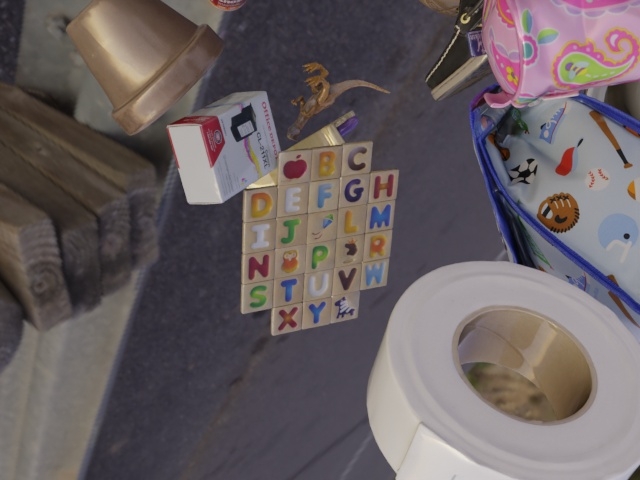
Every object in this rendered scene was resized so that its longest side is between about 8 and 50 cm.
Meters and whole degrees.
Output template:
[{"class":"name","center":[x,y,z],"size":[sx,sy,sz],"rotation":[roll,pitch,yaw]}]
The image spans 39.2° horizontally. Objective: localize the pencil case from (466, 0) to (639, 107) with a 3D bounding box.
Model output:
[{"class":"pencil case","center":[0.286,-0.195,0.816],"size":[0.284,0.124,0.124],"rotation":[-10,156,-3]}]

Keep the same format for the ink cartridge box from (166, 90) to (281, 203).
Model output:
[{"class":"ink cartridge box","center":[-0.143,-0.148,1.398],"size":[0.175,0.072,0.127],"rotation":[-39,123,-49]}]

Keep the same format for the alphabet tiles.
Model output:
[{"class":"alphabet tiles","center":[0.000,0.000,1.532],"size":[0.285,0.011,0.342],"rotation":[-9,119,-25]}]

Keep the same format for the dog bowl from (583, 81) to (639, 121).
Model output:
[{"class":"dog bowl","center":[0.651,-0.253,1.507],"size":[0.408,0.408,0.150],"rotation":[-61,-175,40]}]

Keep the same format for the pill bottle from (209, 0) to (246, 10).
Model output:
[{"class":"pill bottle","center":[-0.164,-0.478,1.630],"size":[0.086,0.086,0.152],"rotation":[-41,-176,-10]}]

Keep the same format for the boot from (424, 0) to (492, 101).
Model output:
[{"class":"boot","center":[0.216,-0.412,1.316],"size":[0.138,0.284,0.377],"rotation":[-33,169,-41]}]

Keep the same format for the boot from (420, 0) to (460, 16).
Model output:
[{"class":"boot","center":[0.283,-0.467,1.466],"size":[0.262,0.203,0.095],"rotation":[2,-176,-19]}]

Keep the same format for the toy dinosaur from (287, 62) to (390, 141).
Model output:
[{"class":"toy dinosaur","center":[0.011,-0.258,1.580],"size":[0.211,0.064,0.112],"rotation":[-35,137,-12]}]

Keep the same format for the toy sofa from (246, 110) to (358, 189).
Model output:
[{"class":"toy sofa","center":[-0.016,-0.129,1.844],"size":[0.177,0.150,0.362],"rotation":[-32,-175,-19]}]

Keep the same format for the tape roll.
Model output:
[{"class":"tape roll","center":[0.193,0.154,0.922],"size":[0.286,0.286,0.100],"rotation":[-30,149,-37]}]

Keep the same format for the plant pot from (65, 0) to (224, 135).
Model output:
[{"class":"plant pot","center":[-0.353,-0.368,1.714],"size":[0.263,0.229,0.263],"rotation":[-38,-159,18]}]

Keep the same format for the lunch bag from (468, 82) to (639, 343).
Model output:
[{"class":"lunch bag","center":[0.365,-0.015,1.187],"size":[0.239,0.385,0.328],"rotation":[-45,150,-2]}]
